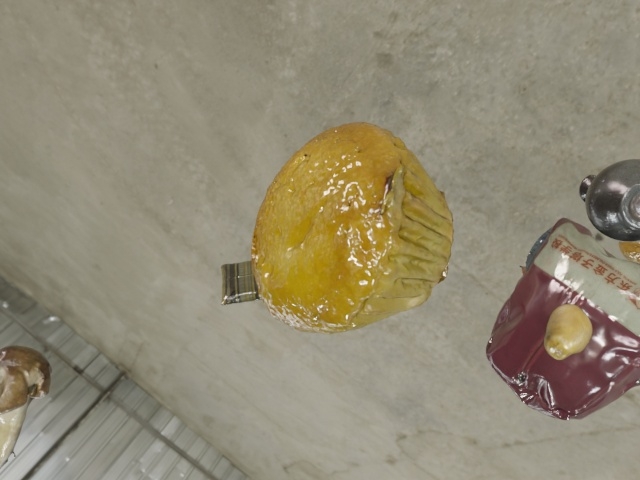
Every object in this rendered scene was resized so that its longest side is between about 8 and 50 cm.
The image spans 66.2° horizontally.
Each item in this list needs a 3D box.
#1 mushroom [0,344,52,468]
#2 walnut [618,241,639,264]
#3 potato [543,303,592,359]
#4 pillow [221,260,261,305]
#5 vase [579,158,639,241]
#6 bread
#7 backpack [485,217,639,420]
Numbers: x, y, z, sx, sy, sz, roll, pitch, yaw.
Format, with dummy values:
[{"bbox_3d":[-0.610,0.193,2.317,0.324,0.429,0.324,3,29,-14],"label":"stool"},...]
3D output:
[{"bbox_3d":[-0.301,0.172,0.448,0.060,0.061,0.187,39,110,17],"label":"mushroom"},{"bbox_3d":[0.674,0.031,1.000,0.121,0.091,0.052,5,89,42],"label":"walnut"},{"bbox_3d":[0.337,0.127,0.674,0.062,0.083,0.068,19,128,47],"label":"potato"},{"bbox_3d":[-0.097,0.072,0.976,0.203,0.113,0.038,-8,131,-6],"label":"pillow"},{"bbox_3d":[0.458,-0.068,0.755,0.120,0.183,0.120,2,104,9],"label":"vase"},{"bbox_3d":[0.023,-0.010,0.535,0.139,0.240,0.239,17,158,-39],"label":"bread"},{"bbox_3d":[0.451,0.157,0.864,0.197,0.317,0.283,24,-166,-43],"label":"backpack"}]
